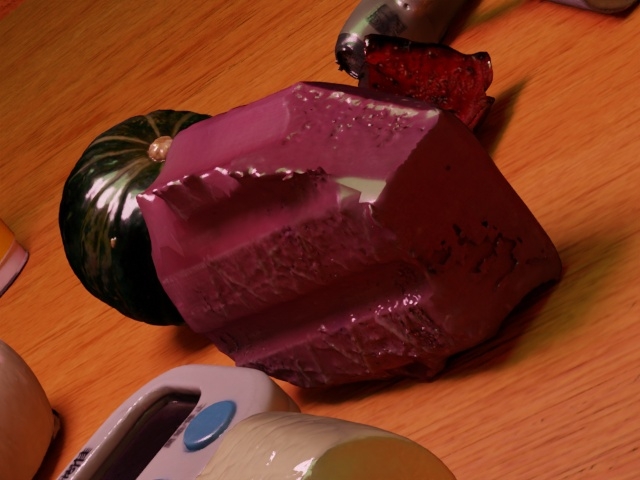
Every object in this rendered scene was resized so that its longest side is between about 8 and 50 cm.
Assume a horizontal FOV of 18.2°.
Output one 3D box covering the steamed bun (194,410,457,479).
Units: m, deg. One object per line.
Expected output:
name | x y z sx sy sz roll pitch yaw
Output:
steamed bun | -0.018 0.222 1.106 0.250 0.155 0.200 -58 19 -19

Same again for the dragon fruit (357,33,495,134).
dragon fruit | 0.085 -0.099 1.647 0.092 0.122 0.192 -16 28 27

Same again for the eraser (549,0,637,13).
eraser | 0.244 -0.279 1.747 0.174 0.081 0.227 -48 19 -1

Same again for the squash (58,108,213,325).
squash | -0.134 -0.021 1.821 0.218 0.218 0.172 -78 -4 -59

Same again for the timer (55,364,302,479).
timer | -0.127 0.206 1.468 0.262 0.087 0.237 -51 20 -21

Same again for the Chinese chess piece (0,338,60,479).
Chinese chess piece | -0.407 0.237 1.894 0.349 0.146 0.349 -39 19 16

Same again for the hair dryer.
hair dryer | 0.126 -0.265 1.917 0.219 0.088 0.225 -42 -5 -43

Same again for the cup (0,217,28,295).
cup | -0.504 -0.033 2.461 0.196 0.280 0.196 -40 18 16

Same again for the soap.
soap | 0.000 0.000 1.461 0.127 0.220 0.325 -46 16 -34
